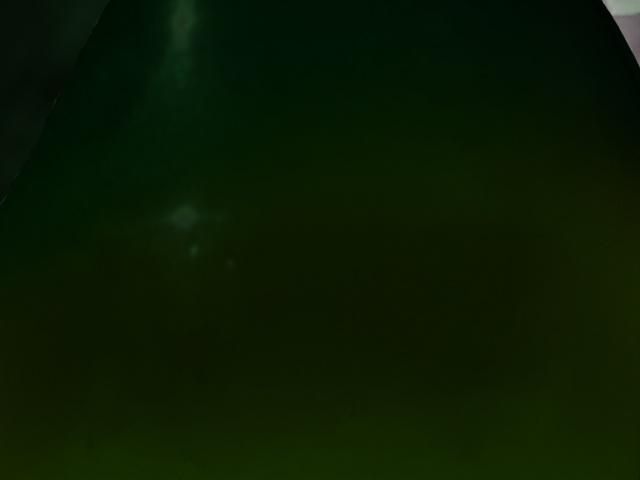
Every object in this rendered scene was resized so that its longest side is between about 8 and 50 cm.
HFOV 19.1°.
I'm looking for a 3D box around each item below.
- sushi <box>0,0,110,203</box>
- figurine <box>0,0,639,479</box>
[{"bbox_3d":[-0.163,-0.104,0.530,0.215,0.212,0.227,5,111,-21],"label":"sushi"},{"bbox_3d":[0.000,0.000,0.588,0.324,0.340,0.231,-10,150,15],"label":"figurine"}]
